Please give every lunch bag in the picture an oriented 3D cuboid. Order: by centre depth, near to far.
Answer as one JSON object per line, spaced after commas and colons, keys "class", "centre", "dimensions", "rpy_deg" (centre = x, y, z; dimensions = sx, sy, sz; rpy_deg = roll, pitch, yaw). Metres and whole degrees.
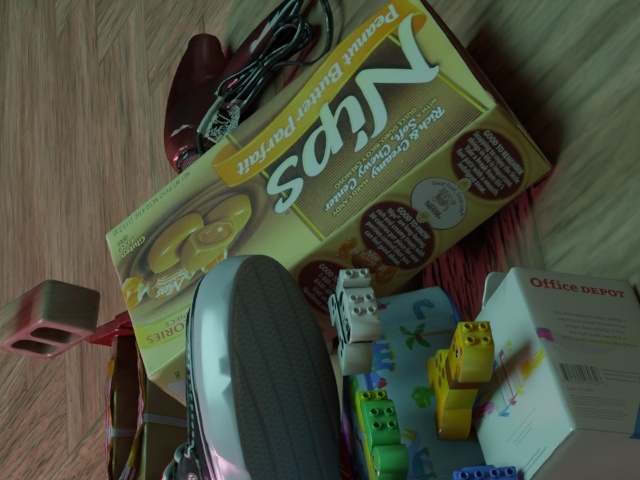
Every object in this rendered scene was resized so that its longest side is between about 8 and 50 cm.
{"class": "lunch bag", "centre": [0.071, 0.158, 1.051], "dimensions": [0.176, 0.090, 0.219], "rpy_deg": [86, 172, -49]}

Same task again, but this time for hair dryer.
{"class": "hair dryer", "centre": [-0.076, -0.155, 1.552], "dimensions": [0.224, 0.080, 0.293], "rpy_deg": [-59, 30, -1]}

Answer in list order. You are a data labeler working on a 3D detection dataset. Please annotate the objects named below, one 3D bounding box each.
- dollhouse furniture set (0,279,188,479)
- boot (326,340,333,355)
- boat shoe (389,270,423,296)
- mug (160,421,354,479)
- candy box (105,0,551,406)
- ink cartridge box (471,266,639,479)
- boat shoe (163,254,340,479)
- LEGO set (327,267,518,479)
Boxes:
{"class": "dollhouse furniture set", "centre": [-0.260, 0.149, 1.457], "dimensions": [0.152, 0.374, 0.201], "rpy_deg": [-29, 55, 53]}
{"class": "boot", "centre": [-0.040, 0.054, 1.379], "dimensions": [0.190, 0.069, 0.086], "rpy_deg": [-174, 90, -66]}
{"class": "boat shoe", "centre": [0.000, 0.000, 1.289], "dimensions": [0.116, 0.097, 0.324], "rpy_deg": [-38, 33, -11]}
{"class": "mug", "centre": [-0.046, 0.221, 1.258], "dimensions": [0.169, 0.150, 0.113], "rpy_deg": [-50, 29, 39]}
{"class": "candy box", "centre": [-0.004, -0.027, 1.151], "dimensions": [0.316, 0.087, 0.183], "rpy_deg": [-38, 39, 10]}
{"class": "ink cartridge box", "centre": [0.151, 0.088, 0.956], "dimensions": [0.143, 0.092, 0.090], "rpy_deg": [-104, 33, -41]}
{"class": "boat shoe", "centre": [-0.055, 0.174, 1.067], "dimensions": [0.119, 0.121, 0.335], "rpy_deg": [-1, 105, 35]}
{"class": "LEGO set", "centre": [0.067, 0.101, 0.912], "dimensions": [0.093, 0.087, 0.227], "rpy_deg": [101, 162, -52]}
